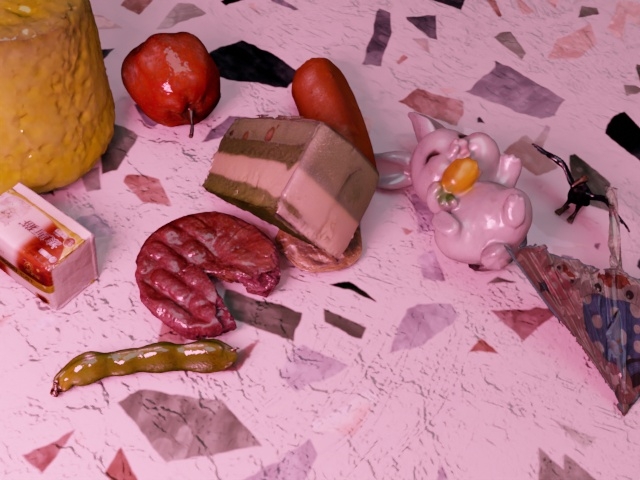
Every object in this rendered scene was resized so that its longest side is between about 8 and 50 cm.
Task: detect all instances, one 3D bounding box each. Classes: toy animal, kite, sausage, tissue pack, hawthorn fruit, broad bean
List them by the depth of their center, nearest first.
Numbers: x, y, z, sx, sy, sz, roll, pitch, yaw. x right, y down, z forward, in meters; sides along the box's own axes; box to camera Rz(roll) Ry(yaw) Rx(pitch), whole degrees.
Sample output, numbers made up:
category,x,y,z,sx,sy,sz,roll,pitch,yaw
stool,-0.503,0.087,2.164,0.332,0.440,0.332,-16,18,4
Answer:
category,x,y,z,sx,sy,sz,roll,pitch,yaw
broad bean,-0.238,0.167,1.245,0.256,0.052,0.052,-7,66,-13
tissue pack,-0.405,0.010,1.311,0.149,0.106,0.099,32,53,17
kite,0.448,0.081,1.383,0.406,0.014,0.368,14,66,-23
toy animal,0.214,-0.082,1.466,0.208,0.154,0.325,-44,46,-12
toy animal,0.429,-0.079,1.523,0.062,0.108,0.220,-34,62,-18
hawthorn fruit,-0.240,-0.253,1.528,0.157,0.157,0.194,-17,66,-21
sausage,0.026,-0.184,1.538,0.094,0.097,0.348,19,39,-36

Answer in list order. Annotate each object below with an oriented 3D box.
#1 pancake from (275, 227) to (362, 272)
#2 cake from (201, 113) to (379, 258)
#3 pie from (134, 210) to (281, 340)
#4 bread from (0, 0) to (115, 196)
category,x,y,z,sx,sy,sz,roll,pitch,yaw
pancake,0.000,0.000,1.439,0.140,0.022,0.139,5,50,-6
cake,-0.047,-0.088,1.422,0.284,0.172,0.158,18,77,56
pie,-0.167,0.047,1.356,0.219,0.054,0.204,-30,61,-26
bread,-0.496,-0.258,1.383,0.348,0.307,0.348,2,51,-3
